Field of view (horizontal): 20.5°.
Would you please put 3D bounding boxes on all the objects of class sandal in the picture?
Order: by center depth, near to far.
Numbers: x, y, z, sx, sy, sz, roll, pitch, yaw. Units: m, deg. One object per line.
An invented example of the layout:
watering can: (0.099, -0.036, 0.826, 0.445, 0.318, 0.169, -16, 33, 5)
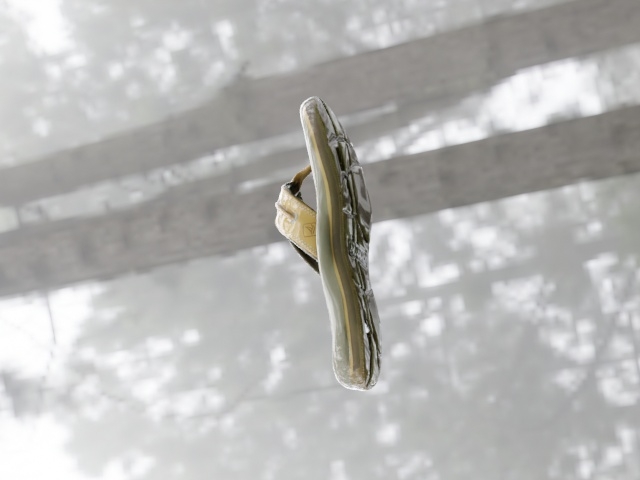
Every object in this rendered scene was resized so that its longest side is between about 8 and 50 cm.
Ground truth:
sandal: (0.000, 0.000, 0.993, 0.072, 0.049, 0.180, 47, -147, -63)
